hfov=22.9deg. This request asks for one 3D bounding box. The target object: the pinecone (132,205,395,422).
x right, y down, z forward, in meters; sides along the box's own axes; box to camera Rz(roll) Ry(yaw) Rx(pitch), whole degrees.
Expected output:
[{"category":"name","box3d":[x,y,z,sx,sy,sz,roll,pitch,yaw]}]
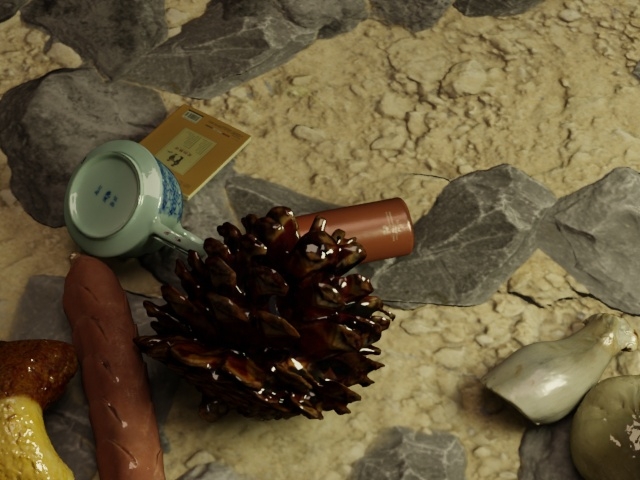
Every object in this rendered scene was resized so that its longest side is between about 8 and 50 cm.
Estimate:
[{"category":"pinecone","box3d":[-0.058,0.092,1.927,0.298,0.242,0.296,26,56,23]}]

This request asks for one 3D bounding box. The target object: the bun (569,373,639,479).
[{"category":"bun","box3d":[0.395,0.233,1.926,0.166,0.113,0.173,34,58,20]}]

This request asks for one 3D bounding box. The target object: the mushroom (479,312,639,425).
[{"category":"mushroom","box3d":[0.309,0.156,1.997,0.225,0.093,0.116,-30,38,-19]}]

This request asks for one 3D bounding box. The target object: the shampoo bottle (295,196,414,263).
[{"category":"shampoo bottle","box3d":[0.001,0.000,2.108,0.244,0.085,0.085,-10,53,-9]}]

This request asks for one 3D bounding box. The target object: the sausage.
[{"category":"sausage","box3d":[-0.253,0.182,1.946,0.087,0.088,0.433,-10,54,-11]}]

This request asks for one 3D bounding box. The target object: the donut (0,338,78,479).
[{"category":"donut","box3d":[-0.361,0.205,1.858,0.112,0.151,0.295,-22,49,17]}]

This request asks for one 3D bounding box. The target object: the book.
[{"category":"book","box3d":[-0.189,-0.127,2.217,0.118,0.012,0.172,27,43,16]}]

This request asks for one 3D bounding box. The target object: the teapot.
[{"category":"teapot","box3d":[-0.242,-0.043,2.097,0.159,0.159,0.232,-36,53,-28]}]
